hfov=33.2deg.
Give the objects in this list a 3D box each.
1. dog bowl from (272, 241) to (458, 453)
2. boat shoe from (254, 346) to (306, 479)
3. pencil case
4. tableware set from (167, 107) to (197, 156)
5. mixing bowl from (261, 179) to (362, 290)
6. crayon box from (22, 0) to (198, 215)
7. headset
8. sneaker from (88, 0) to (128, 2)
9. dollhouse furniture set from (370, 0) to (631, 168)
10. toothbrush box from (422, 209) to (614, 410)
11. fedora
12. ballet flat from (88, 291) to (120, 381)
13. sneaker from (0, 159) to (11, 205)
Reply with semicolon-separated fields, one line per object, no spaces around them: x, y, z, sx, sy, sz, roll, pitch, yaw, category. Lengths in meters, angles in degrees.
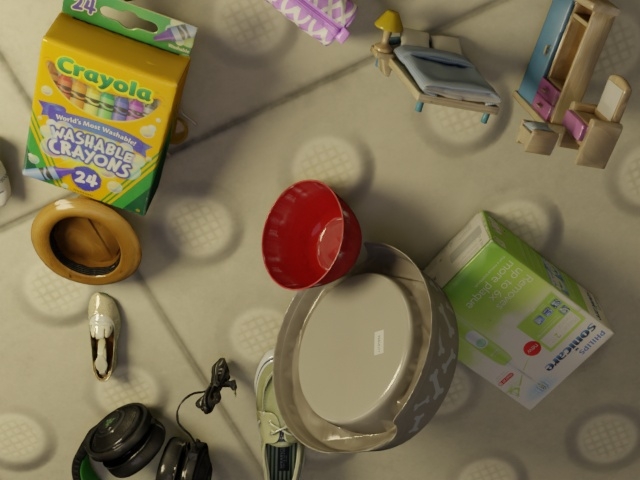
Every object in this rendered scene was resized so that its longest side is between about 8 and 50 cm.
0.076;0.181;1.740;0.102;0.349;0.349;24;117;-40;dog bowl
-0.062;0.336;1.940;0.109;0.094;0.302;-3;117;1;boat shoe
-0.041;-0.374;1.586;0.206;0.088;0.086;33;105;-17;pencil case
-0.278;-0.173;1.724;0.104;0.024;0.154;40;111;-15;tableware set
0.000;0.000;1.748;0.098;0.181;0.181;17;121;-46;mixing bowl
-0.320;-0.202;1.604;0.203;0.083;0.323;19;132;-4;crayon box
-0.290;0.374;1.960;0.243;0.185;0.394;34;127;-12;headset
-0.363;-0.408;1.560;0.267;0.101;0.106;5;113;-4;sneaker
0.253;-0.270;1.530;0.303;0.286;0.198;8;117;-17;dollhouse furniture set
0.315;0.120;1.821;0.283;0.122;0.206;36;111;-18;toothbrush box
-0.378;-0.012;1.763;0.194;0.079;0.194;2;134;2;fedora
-0.378;0.172;1.879;0.057;0.052;0.168;0;117;0;ballet flat
-0.640;-0.070;1.728;0.297;0.111;0.129;-15;122;8;sneaker
